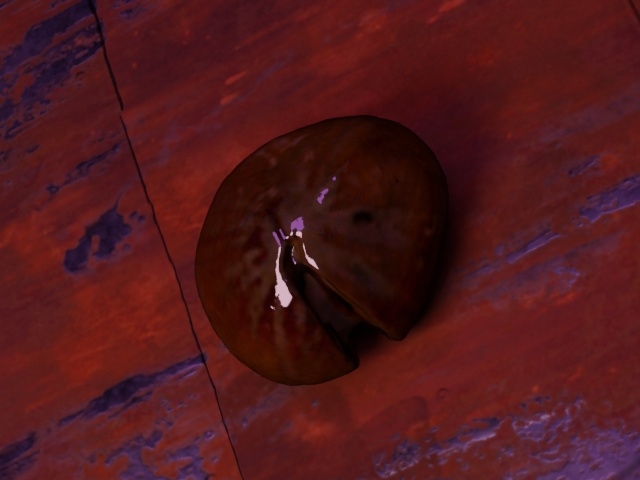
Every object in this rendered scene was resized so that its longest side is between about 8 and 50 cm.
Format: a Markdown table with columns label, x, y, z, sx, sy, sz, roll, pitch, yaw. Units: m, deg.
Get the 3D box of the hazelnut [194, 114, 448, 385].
| label | x | y | z | sx | sy | sz | roll | pitch | yaw |
| --- | --- | --- | --- | --- | --- | --- | --- | --- | --- |
| hazelnut | 0.000 | 0.000 | 1.668 | 0.251 | 0.217 | 0.217 | -47 | 59 | 0 |
